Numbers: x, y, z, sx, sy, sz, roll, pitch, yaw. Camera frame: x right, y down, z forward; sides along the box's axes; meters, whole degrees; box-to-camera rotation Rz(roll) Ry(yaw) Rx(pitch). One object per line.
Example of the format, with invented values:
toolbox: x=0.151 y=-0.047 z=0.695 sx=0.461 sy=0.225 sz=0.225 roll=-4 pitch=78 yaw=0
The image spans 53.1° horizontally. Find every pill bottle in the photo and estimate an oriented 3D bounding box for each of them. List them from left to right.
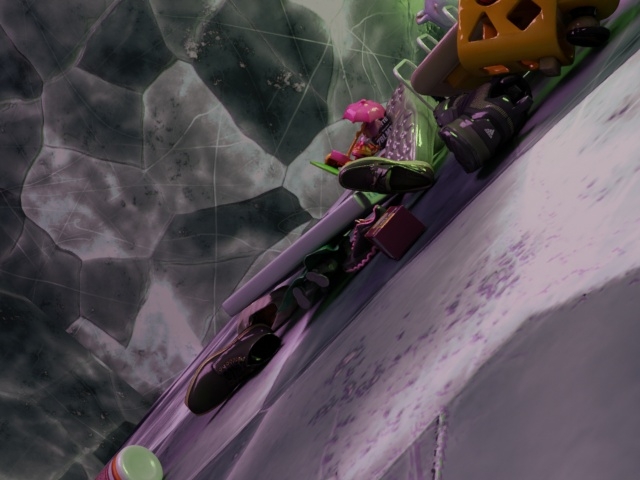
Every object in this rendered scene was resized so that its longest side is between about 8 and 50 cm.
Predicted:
pill bottle: x=-0.338 y=0.418 z=1.064 sx=0.152 sy=0.086 sz=0.086 roll=-47 pitch=4 yaw=17

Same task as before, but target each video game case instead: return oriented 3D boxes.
video game case: x=0.000 y=0.000 z=1.197 sx=0.329 sy=0.036 sz=0.300 roll=-40 pitch=-3 yaw=25

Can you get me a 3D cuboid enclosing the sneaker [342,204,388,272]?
sneaker: x=0.066 y=-0.005 z=0.958 sx=0.119 sy=0.057 sz=0.047 roll=-49 pitch=5 yaw=18

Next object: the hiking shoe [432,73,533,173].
hiking shoe: x=0.207 y=-0.151 z=0.786 sx=0.114 sy=0.086 sz=0.227 roll=-33 pitch=14 yaw=18

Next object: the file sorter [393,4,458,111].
file sorter: x=0.283 y=-0.352 z=1.130 sx=0.277 sy=0.173 sz=0.193 roll=-47 pitch=3 yaw=27

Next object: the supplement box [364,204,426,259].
supplement box: x=0.092 y=-0.011 z=0.807 sx=0.055 sy=0.043 sz=0.083 roll=-47 pitch=4 yaw=-2

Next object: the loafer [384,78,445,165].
loafer: x=0.186 y=-0.198 z=1.189 sx=0.112 sy=0.111 sz=0.319 roll=-55 pitch=16 yaw=38

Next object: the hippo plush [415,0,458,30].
hippo plush: x=0.358 y=-0.514 z=1.410 sx=0.234 sy=0.236 sz=0.294 roll=-48 pitch=4 yaw=16

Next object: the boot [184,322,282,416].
boot: x=-0.150 y=0.220 z=1.086 sx=0.198 sy=0.077 sz=0.137 roll=-50 pitch=9 yaw=-12

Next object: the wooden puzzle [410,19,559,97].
wooden puzzle: x=0.268 y=-0.281 z=0.921 sx=0.239 sy=0.044 sz=0.221 roll=-6 pitch=-32 yaw=-48

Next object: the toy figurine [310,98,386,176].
toy figurine: x=0.081 y=-0.192 z=1.250 sx=0.173 sy=0.130 sz=0.159 roll=14 pitch=-78 yaw=-57

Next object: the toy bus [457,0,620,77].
toy bus: x=0.259 y=-0.243 z=0.735 sx=0.202 sy=0.191 sz=0.104 roll=170 pitch=102 yaw=-81

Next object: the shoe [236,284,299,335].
shoe: x=-0.121 y=0.157 z=1.311 sx=0.219 sy=0.076 sz=0.058 roll=-42 pitch=1 yaw=45

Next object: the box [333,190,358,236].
box: x=0.055 y=-0.053 z=1.594 sx=0.231 sy=0.056 sz=0.183 roll=-49 pitch=4 yaw=-9

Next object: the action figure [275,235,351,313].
action figure: x=0.012 y=0.042 z=1.063 sx=0.137 sy=0.063 sz=0.232 roll=-48 pitch=-3 yaw=22

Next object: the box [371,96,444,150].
box: x=0.294 y=-0.389 z=1.714 sx=0.295 sy=0.073 sz=0.293 roll=-32 pitch=-9 yaw=-46

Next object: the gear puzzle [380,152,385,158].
gear puzzle: x=0.155 y=-0.211 z=1.762 sx=0.175 sy=0.044 sz=0.339 roll=-32 pitch=0 yaw=0

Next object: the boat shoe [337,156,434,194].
boat shoe: x=0.102 y=-0.100 z=0.996 sx=0.152 sy=0.056 sz=0.049 roll=-4 pitch=20 yaw=5
